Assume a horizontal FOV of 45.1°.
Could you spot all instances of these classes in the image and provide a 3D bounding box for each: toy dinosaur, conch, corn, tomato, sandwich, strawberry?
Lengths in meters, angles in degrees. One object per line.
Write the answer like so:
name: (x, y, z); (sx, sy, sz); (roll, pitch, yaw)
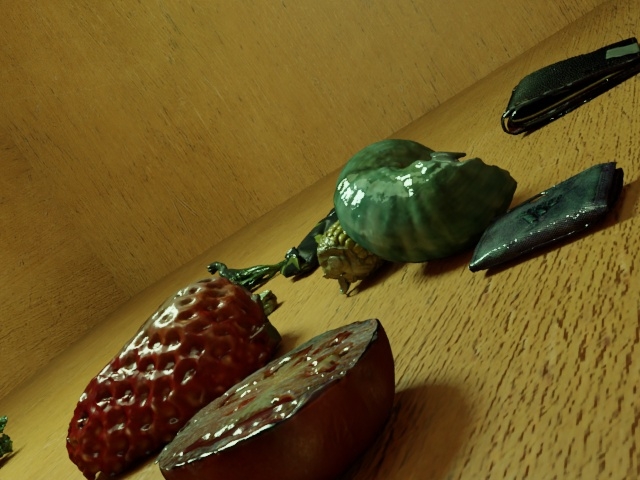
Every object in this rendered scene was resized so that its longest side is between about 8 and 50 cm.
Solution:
toy dinosaur: (-0.205, 0.125, 1.811); (0.178, 0.087, 0.187); (25, 70, 38)
conch: (0.127, -0.054, 1.023); (0.220, 0.196, 0.277); (-6, -19, -5)
corn: (0.087, -0.019, 1.210); (0.106, 0.106, 0.293); (-28, 8, 36)
tomato: (-0.024, 0.154, 0.649); (0.225, 0.085, 0.225); (-34, 4, 3)
sandwich: (-0.126, 0.130, 1.380); (0.104, 0.036, 0.093); (-30, 8, 17)
strawberry: (-0.222, 0.178, 1.082); (0.336, 0.149, 0.265); (-38, 10, -22)

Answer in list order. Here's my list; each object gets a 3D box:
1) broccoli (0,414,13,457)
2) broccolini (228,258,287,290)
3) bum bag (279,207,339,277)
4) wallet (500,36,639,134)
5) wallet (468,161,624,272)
broccoli: (-0.743, 0.457, 1.680); (0.154, 0.167, 0.160); (1, -11, 16)
broccolini: (-0.125, 0.061, 1.710); (0.201, 0.058, 0.074); (-35, 15, 3)
bum bag: (0.000, 0.000, 1.557); (0.106, 0.060, 0.232); (-10, 26, 50)
wallet: (0.467, -0.295, 1.431); (0.262, 0.071, 0.221); (-22, 12, 27)
wallet: (0.240, -0.020, 0.822); (0.166, 0.030, 0.111); (-30, 14, 38)
